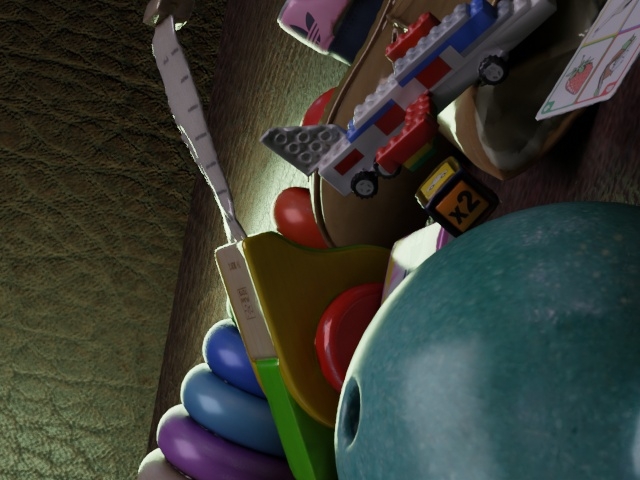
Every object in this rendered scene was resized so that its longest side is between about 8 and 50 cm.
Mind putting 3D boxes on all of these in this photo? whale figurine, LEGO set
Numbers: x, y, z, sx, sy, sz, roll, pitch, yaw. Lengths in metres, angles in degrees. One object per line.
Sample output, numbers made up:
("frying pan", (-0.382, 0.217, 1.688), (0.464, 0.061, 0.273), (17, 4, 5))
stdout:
("whale figurine", (0.073, 0.110, 0.511), (0.216, 0.141, 0.272), (117, 163, -51))
("LEGO set", (0.079, -0.101, 0.652), (0.244, 0.060, 0.182), (-57, 19, -21))

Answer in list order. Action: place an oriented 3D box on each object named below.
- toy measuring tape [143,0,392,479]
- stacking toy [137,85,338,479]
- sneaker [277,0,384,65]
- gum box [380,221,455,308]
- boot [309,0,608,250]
("toy measuring tape", (0.000, 0.000, 0.928), (0.121, 0.121, 0.330), (170, 81, -79))
("stacking toy", (-0.017, 0.046, 1.123), (0.141, 0.141, 0.330), (-129, 56, -77))
("sneaker", (0.049, -0.259, 1.120), (0.112, 0.131, 0.319), (119, 161, -58))
("gum box", (0.062, 0.080, 0.822), (0.107, 0.062, 0.188), (155, 127, -77))
("boot", (0.070, -0.072, 0.910), (0.269, 0.089, 0.236), (-126, 50, -75))
